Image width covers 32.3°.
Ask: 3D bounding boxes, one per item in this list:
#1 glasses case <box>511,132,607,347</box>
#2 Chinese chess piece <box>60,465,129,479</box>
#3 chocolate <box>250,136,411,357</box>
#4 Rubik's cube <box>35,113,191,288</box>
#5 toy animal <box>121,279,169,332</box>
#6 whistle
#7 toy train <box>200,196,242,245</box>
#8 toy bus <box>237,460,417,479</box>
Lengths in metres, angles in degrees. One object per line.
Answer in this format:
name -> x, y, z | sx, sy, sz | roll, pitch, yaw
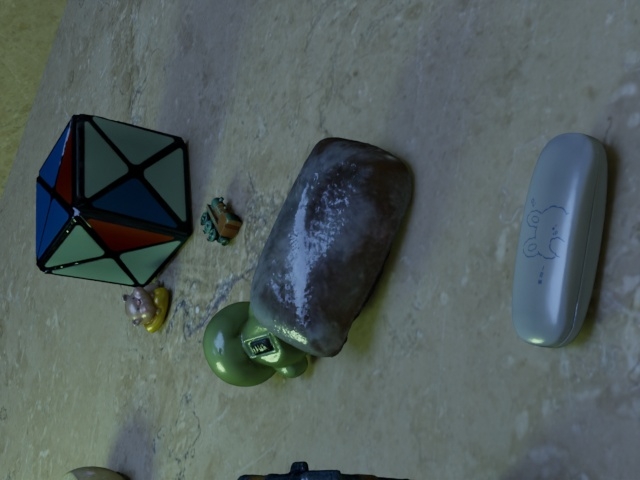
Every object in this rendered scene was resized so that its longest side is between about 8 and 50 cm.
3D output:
glasses case -> 0.257, -0.001, 1.191 | 0.092, 0.059, 0.233 | 6, 84, 62
Chinese chess piece -> -0.457, 0.584, 2.185 | 0.270, 0.112, 0.270 | -31, 54, 55
chocolate -> 0.000, 0.000, 1.533 | 0.185, 0.100, 0.303 | 25, 93, 36
Rubik's cube -> -0.417, -0.074, 2.216 | 0.248, 0.250, 0.246 | -40, 47, 45
toy animal -> -0.350, 0.119, 2.193 | 0.091, 0.082, 0.114 | -55, 36, 33
whistle -> -0.064, 0.140, 1.675 | 0.294, 0.141, 0.141 | -21, 60, 34
toy train -> -0.181, -0.036, 1.995 | 0.064, 0.044, 0.103 | -61, 36, 23
toy bus -> 0.085, 0.317, 1.113 | 0.194, 0.323, 0.162 | -20, 63, 54
